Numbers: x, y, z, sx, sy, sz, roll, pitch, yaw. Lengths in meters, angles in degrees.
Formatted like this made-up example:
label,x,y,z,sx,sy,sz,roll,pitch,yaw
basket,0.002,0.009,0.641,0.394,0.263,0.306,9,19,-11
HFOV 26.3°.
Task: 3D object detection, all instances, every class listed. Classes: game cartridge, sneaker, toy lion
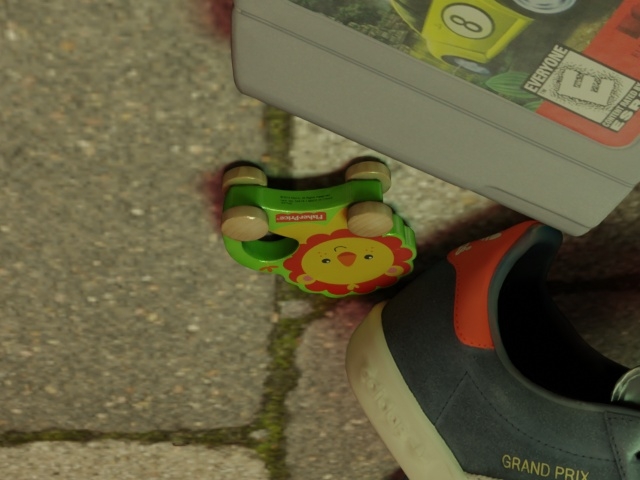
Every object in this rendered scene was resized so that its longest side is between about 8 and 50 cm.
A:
label,x,y,z,sx,sy,sz,roll,pitch,yaw
game cartridge,0.076,-0.118,0.495,0.196,0.060,0.294,26,145,-4
sneaker,0.162,0.141,0.680,0.148,0.350,0.131,-44,166,24
toy lion,0.000,0.000,0.709,0.100,0.034,0.096,-2,147,-2

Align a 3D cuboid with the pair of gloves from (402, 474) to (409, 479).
label,x,y,z,sx,sy,sz,roll,pitch,yaw
pair of gloves,0.107,0.187,0.838,0.023,0.159,0.198,21,131,-39
